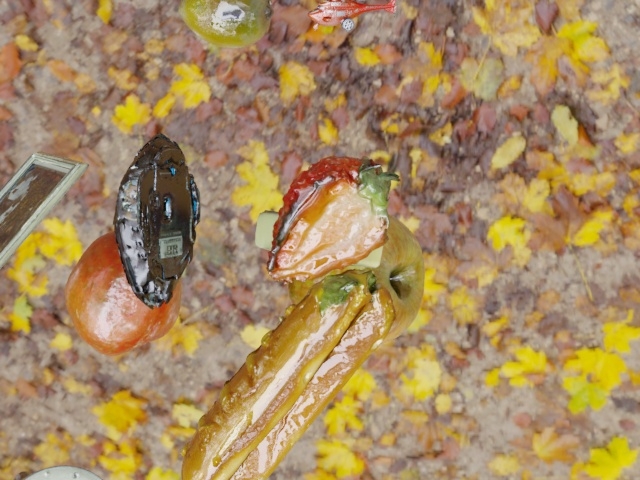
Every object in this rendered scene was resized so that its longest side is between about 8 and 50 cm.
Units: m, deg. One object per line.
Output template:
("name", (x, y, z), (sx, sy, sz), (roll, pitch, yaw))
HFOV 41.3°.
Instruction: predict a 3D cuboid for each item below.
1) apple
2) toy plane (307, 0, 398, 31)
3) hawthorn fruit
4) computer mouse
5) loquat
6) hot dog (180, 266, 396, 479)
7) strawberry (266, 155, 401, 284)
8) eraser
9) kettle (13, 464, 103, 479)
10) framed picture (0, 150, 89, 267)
("apple", (0.056, 0.066, 1.581), (0.264, 0.264, 0.264), (4, 121, 7))
("toy plane", (0.066, -0.474, 1.735), (0.126, 0.194, 0.077), (32, 131, 44))
("hawthorn fruit", (-0.439, 0.111, 1.898), (0.284, 0.284, 0.284), (4, 121, 7))
("computer mouse", (-0.229, -0.026, 1.154), (0.077, 0.146, 0.242), (4, 95, 27))
("loquat", (-0.193, -0.473, 1.754), (0.195, 0.152, 0.152), (0, 120, -1))
("hot dog", (-0.030, 0.134, 0.788), (0.269, 0.072, 0.115), (-51, 138, 9))
("strawberry", (0.011, -0.033, 1.014), (0.140, 0.085, 0.192), (3, 132, -14))
("eraser", (0.000, 0.000, 1.230), (0.117, 0.172, 0.058), (10, 89, 36))
("kettle", (-0.378, 0.425, 1.192), (0.243, 0.160, 0.211), (-29, 80, 60))
("framed picture", (-0.539, -0.037, 1.451), (0.232, 0.296, 0.019), (15, 153, 50))
